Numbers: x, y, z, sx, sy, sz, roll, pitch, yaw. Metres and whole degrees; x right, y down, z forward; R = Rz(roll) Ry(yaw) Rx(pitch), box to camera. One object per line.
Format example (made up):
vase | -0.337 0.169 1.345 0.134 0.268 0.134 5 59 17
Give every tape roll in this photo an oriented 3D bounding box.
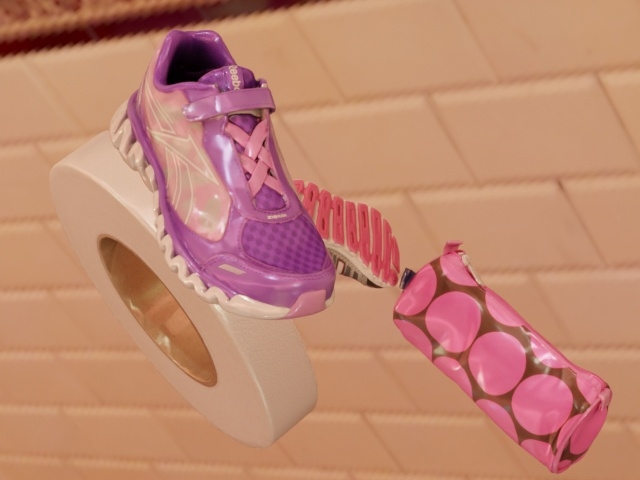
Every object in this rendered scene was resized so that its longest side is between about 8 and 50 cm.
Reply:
tape roll | -0.154 0.058 1.882 0.072 0.392 0.392 -37 32 -20

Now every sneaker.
sneaker | -0.058 -0.050 1.071 0.095 0.104 0.236 -3 41 -33
sneaker | 0.000 0.000 1.442 0.075 0.170 0.063 -17 61 35

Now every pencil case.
pencil case | 0.157 0.097 1.461 0.209 0.095 0.098 42 109 22
